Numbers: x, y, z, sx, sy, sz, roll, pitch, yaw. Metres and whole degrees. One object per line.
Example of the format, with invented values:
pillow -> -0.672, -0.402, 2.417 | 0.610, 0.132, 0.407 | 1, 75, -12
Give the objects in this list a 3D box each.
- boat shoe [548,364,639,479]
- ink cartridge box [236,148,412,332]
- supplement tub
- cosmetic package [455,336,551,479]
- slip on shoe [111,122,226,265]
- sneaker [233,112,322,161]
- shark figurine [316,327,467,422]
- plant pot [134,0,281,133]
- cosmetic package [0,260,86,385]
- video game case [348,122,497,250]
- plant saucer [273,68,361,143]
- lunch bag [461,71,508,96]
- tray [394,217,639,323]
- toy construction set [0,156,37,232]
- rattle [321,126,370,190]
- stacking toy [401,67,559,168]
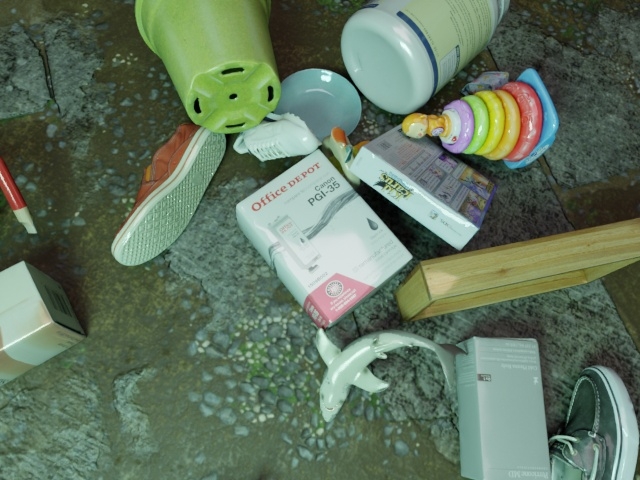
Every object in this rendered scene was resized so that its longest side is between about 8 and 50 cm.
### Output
boat shoe -> 0.453, 0.378, 0.855 | 0.118, 0.121, 0.336 | 13, 72, -5
ink cartridge box -> 0.000, 0.000, 0.953 | 0.207, 0.117, 0.283 | -37, 77, -15
supplement tub -> 0.228, -0.456, 1.070 | 0.235, 0.235, 0.325 | 43, 73, 10
cosmetic package -> 0.318, 0.300, 0.883 | 0.127, 0.107, 0.238 | 3, 67, -6
slip on shoe -> -0.304, -0.098, 0.973 | 0.101, 0.123, 0.332 | 17, 67, 20
sneaker -> -0.088, -0.195, 0.987 | 0.095, 0.235, 0.090 | -47, 125, -15
shark figurine -> 0.106, 0.198, 0.892 | 0.278, 0.116, 0.166 | -24, 89, 14
plant pot -> -0.194, -0.359, 0.961 | 0.275, 0.276, 0.254 | -17, 64, -10
cosmetic package -> -0.578, 0.177, 0.827 | 0.296, 0.153, 0.129 | -30, 75, -13
video game case -> 0.209, -0.118, 0.963 | 0.244, 0.061, 0.269 | 36, 32, 9
plant saucer -> -0.008, -0.287, 1.096 | 0.194, 0.037, 0.195 | 2, 71, -5
lunch bag -> 0.377, -0.351, 1.137 | 0.071, 0.053, 0.083 | -37, 38, -26
tray -> 0.358, 0.059, 0.917 | 0.410, 0.203, 0.076 | -11, 71, -9
toy construction set -> -0.648, 0.003, 0.871 | 0.308, 0.258, 0.238 | -11, 116, 8
rattle -> 0.079, -0.179, 0.977 | 0.142, 0.200, 0.130 | -10, 68, -7
stacking toy -> 0.303, -0.236, 1.007 | 0.301, 0.175, 0.166 | -6, 69, -18
